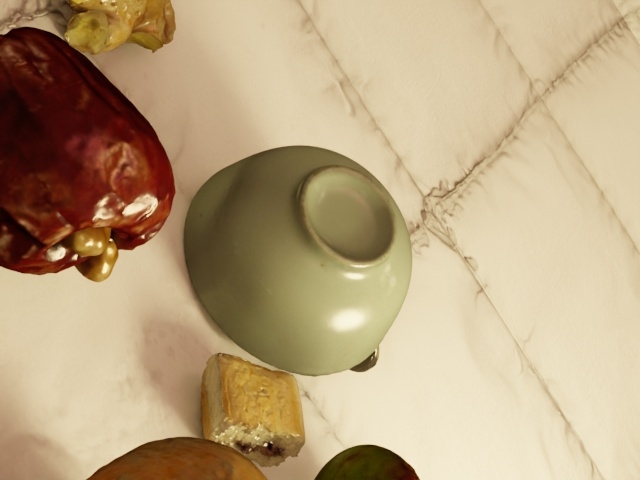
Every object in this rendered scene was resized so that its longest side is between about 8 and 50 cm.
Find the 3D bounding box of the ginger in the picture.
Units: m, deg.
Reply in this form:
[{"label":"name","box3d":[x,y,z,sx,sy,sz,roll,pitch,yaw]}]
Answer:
[{"label":"ginger","box3d":[-0.240,-0.293,2.223,0.216,0.102,0.157,-19,109,-62]}]

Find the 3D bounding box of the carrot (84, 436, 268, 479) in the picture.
[{"label":"carrot","box3d":[-0.174,0.317,1.746,0.340,0.224,0.224,-27,89,-57]}]

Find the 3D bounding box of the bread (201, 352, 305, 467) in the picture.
[{"label":"bread","box3d":[-0.080,0.190,2.107,0.125,0.082,0.106,19,40,-34]}]

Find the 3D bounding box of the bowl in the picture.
[{"label":"bowl","box3d":[0.000,0.000,2.220,0.289,0.146,0.289,16,56,-26]}]

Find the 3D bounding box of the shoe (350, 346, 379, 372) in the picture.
[{"label":"shoe","box3d":[0.029,0.067,2.357,0.194,0.074,0.077,63,27,6]}]

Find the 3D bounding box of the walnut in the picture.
[{"label":"walnut","box3d":[-0.282,-0.091,1.934,0.269,0.221,0.244,60,0,12]}]

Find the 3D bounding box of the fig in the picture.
[{"label":"fig","box3d":[0.061,0.329,2.122,0.181,0.181,0.191,50,58,-18]}]
